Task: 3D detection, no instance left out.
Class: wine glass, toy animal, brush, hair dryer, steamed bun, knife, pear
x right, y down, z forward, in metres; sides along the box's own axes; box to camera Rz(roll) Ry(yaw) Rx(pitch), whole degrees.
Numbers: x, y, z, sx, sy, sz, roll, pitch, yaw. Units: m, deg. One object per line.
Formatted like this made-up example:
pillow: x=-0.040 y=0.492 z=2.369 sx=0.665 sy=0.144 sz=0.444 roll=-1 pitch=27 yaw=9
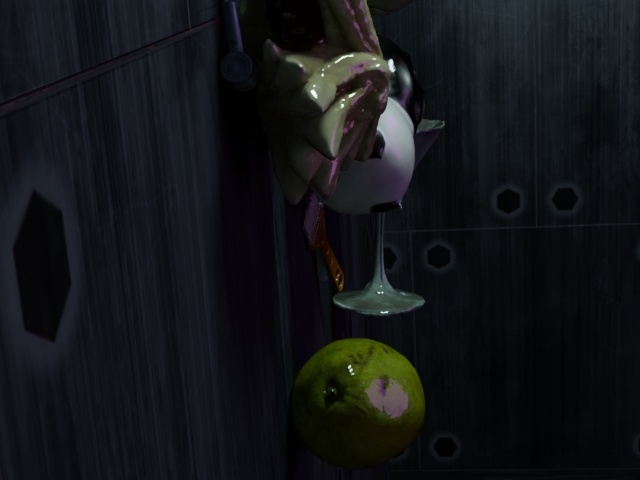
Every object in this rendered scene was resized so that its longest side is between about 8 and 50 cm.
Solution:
wine glass: x=0.126 y=-0.057 z=2.300 sx=0.267 sy=0.267 sz=0.406 roll=-64 pitch=157 yaw=-76
toy animal: x=0.059 y=-0.187 z=1.782 sx=0.251 sy=0.250 sz=0.310 roll=81 pitch=3 yaw=-49
brush: x=0.009 y=0.016 z=2.019 sx=0.314 sy=0.017 sz=0.090 roll=66 pitch=33 yaw=-58
hair dryer: x=-0.098 y=-0.233 z=1.235 sx=0.063 sy=0.037 sz=0.114 roll=15 pitch=66 yaw=-85
steamed bun: x=-0.014 y=-0.193 z=1.332 sx=0.189 sy=0.247 sz=0.428 roll=-39 pitch=153 yaw=-22
knife: x=0.000 y=0.000 z=2.057 sx=0.044 sy=0.023 sz=0.162 roll=-78 pitch=165 yaw=-61
pear: x=0.056 y=0.256 z=1.689 sx=0.269 sy=0.212 sz=0.212 roll=36 pitch=52 yaw=-71

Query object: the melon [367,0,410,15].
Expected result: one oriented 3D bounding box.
melon: x=0.111 y=-0.608 z=2.147 sx=0.268 sy=0.268 sz=0.330 roll=-18 pitch=118 yaw=-83
